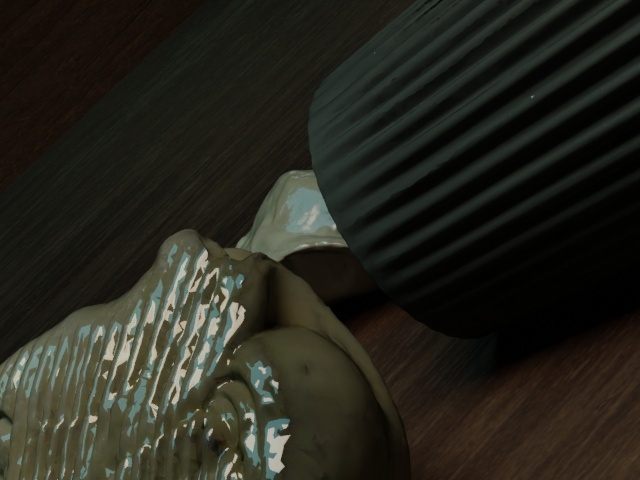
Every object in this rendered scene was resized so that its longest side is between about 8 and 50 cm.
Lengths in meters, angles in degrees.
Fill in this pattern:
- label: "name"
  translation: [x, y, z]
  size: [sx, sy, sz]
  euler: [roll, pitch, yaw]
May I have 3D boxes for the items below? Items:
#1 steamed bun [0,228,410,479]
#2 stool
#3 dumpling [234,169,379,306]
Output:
- label: "steamed bun"
  translation: [-0.079, 0.182, 1.412]
  size: [0.324, 0.219, 0.310]
  euler: [-41, 46, 21]
- label: "stool"
  translation: [0.189, -0.102, 1.503]
  size: [0.330, 0.297, 0.297]
  euler: [-34, 19, 30]
- label: "dumpling"
  translation: [0.000, 0.000, 1.824]
  size: [0.162, 0.132, 0.250]
  euler: [-8, 9, -25]
